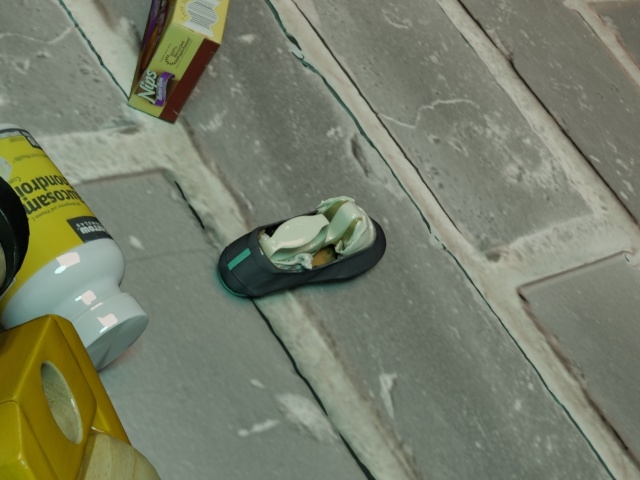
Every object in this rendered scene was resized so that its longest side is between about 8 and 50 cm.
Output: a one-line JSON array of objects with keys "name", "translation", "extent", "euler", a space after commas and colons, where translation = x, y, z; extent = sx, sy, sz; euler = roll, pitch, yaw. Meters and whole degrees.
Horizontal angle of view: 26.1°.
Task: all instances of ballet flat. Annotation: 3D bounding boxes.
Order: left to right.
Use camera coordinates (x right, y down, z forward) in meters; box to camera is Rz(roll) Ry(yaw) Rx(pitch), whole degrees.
[{"name": "ballet flat", "translation": [0.000, 0.000, 1.210], "extent": [0.203, 0.074, 0.074], "euler": [-16, 63, -44]}]

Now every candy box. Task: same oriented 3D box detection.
[{"name": "candy box", "translation": [-0.124, -0.212, 1.287], "extent": [0.053, 0.109, 0.187], "euler": [21, 43, -18]}]

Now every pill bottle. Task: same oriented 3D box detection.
[{"name": "pill bottle", "translation": [-0.211, 0.009, 1.023], "extent": [0.184, 0.103, 0.103], "euler": [50, 42, 14]}]

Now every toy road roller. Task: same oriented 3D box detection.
[{"name": "toy road roller", "translation": [-0.255, 0.128, 0.820], "extent": [0.202, 0.240, 0.330], "euler": [-96, 161, -73]}]
